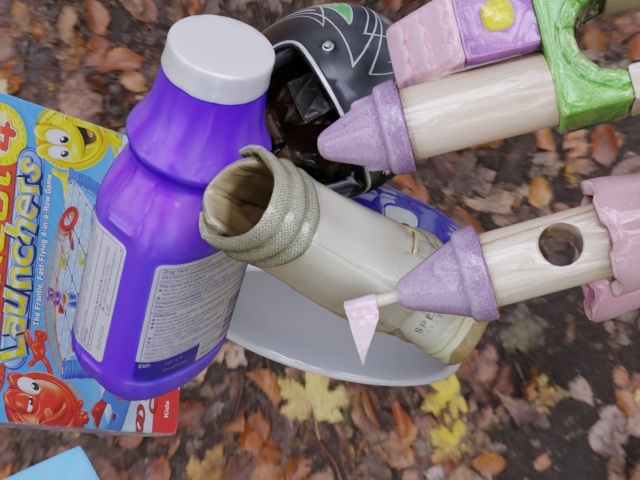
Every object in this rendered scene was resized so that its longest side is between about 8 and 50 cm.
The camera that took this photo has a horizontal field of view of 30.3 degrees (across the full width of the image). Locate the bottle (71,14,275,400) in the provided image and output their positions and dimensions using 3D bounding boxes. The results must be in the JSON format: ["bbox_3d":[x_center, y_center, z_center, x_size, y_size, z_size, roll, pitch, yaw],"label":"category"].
[{"bbox_3d":[-0.095,-0.016,0.793,0.092,0.118,0.283,39,135,22],"label":"bottle"}]

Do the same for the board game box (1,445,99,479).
[{"bbox_3d":[-0.183,0.280,0.593,0.242,0.064,0.316,-22,128,-19],"label":"board game box"}]

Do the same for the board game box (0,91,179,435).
[{"bbox_3d":[-0.264,0.034,1.172,0.086,0.302,0.308,-5,77,35],"label":"board game box"}]

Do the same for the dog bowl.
[{"bbox_3d":[0.014,0.041,1.117,0.265,0.265,0.104,18,66,-4],"label":"dog bowl"}]

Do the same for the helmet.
[{"bbox_3d":[0.010,-0.109,0.938,0.161,0.169,0.169,-19,98,24],"label":"helmet"}]

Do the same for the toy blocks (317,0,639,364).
[{"bbox_3d":[0.114,-0.102,0.640,0.260,0.309,0.289,-13,80,5],"label":"toy blocks"}]

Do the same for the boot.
[{"bbox_3d":[0.000,0.000,0.746,0.165,0.213,0.077,28,91,-20],"label":"boot"}]
